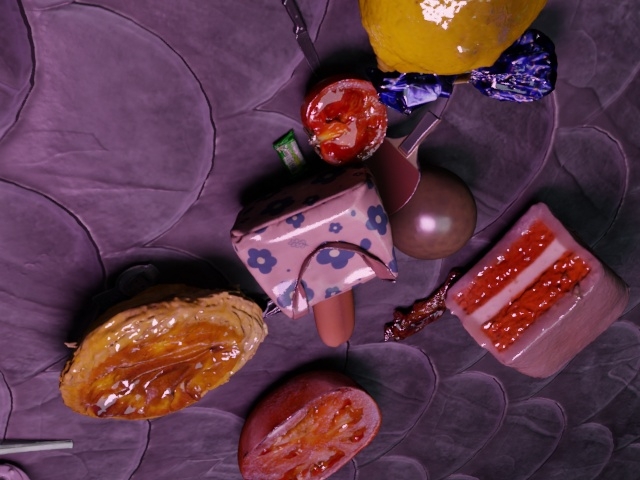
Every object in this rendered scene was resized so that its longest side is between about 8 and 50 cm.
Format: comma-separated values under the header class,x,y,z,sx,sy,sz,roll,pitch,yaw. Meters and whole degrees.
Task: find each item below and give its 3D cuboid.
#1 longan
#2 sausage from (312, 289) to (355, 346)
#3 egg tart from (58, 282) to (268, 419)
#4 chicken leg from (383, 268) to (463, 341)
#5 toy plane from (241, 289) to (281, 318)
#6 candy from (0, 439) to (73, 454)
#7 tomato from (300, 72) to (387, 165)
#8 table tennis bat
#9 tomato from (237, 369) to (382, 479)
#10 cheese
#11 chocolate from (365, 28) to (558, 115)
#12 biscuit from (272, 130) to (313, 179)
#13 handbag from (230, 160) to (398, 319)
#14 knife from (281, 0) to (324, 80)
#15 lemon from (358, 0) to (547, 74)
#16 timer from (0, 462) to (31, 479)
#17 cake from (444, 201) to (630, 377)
class,x,y,z,sx,sy,sz,roll,pitch,yaw
longan,0.184,-0.051,1.475,0.204,0.159,0.185,-8,120,32
sausage,0.020,0.095,1.554,0.086,0.086,0.289,-18,134,-12
egg tart,-0.296,0.182,1.405,0.339,0.153,0.351,13,127,-45
chicken leg,0.225,0.149,1.729,0.219,0.048,0.089,-35,137,4
toy plane,-0.124,0.129,1.539,0.197,0.053,0.078,-28,142,-1
candy,-0.618,0.391,1.494,0.335,0.093,0.092,9,137,-41
tomato,0.031,-0.204,1.303,0.139,0.091,0.159,-30,126,-3
table tennis bat,0.128,-0.136,1.393,0.220,0.130,0.019,-50,166,24
tomato,-0.037,0.395,1.737,0.338,0.144,0.338,-17,136,-17
cheese,-0.335,0.081,1.403,0.120,0.026,0.067,-36,134,4
chocolate,0.219,-0.282,1.316,0.343,0.126,0.149,-8,93,-23
biscuit,-0.049,-0.144,1.368,0.046,0.016,0.089,-31,135,-2
handbag,0.000,0.000,1.348,0.251,0.190,0.193,-22,107,8
knife,-0.025,-0.310,1.246,0.023,0.010,0.170,-31,136,-1
lemon,0.184,-0.370,1.122,0.268,0.268,0.322,31,104,-41
timer,-0.644,0.503,1.453,0.262,0.237,0.087,8,122,-32
cake,0.451,0.114,1.670,0.309,0.237,0.230,-49,142,16
